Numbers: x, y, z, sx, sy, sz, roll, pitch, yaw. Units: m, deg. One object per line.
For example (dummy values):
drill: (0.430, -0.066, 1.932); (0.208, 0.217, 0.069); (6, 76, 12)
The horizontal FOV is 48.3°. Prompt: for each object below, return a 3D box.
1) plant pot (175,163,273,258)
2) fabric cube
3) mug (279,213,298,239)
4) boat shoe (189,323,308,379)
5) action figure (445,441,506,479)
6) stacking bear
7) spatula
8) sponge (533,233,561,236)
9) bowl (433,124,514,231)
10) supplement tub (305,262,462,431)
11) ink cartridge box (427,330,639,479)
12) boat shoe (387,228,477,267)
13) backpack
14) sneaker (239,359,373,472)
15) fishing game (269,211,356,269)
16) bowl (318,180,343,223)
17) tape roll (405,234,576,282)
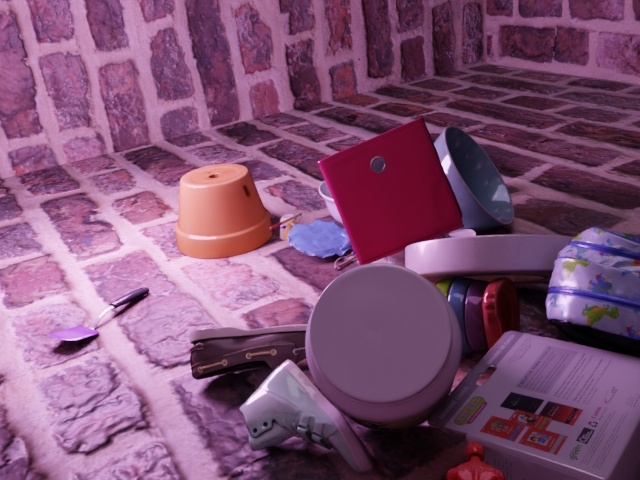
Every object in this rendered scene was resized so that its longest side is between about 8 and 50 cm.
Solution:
plant pot: (-0.294, -0.098, 2.091); (0.291, 0.203, 0.291); (-6, 24, 3)
fabric cube: (0.170, -0.120, 1.672); (0.254, 0.258, 0.259); (-21, 5, 12)
mug: (-0.085, -0.041, 2.075); (0.078, 0.064, 0.062); (9, 27, 31)
boat shoe: (-0.102, 0.223, 1.437); (0.324, 0.097, 0.116); (-3, -17, 0)
action figure: (0.206, 0.412, 0.945); (0.091, 0.139, 0.280); (0, 48, 11)
stacking bear: (0.239, 0.153, 1.443); (0.289, 0.175, 0.164); (-2, 20, 30)
spatula: (-0.520, 0.177, 1.735); (0.084, 0.030, 0.296); (8, 27, 29)
sponge: (0.551, 0.041, 1.757); (0.117, 0.031, 0.210); (8, 28, 31)
bowl: (0.373, -0.140, 1.952); (0.163, 0.311, 0.311); (-35, 9, 30)
supplement tub: (0.103, 0.176, 1.142); (0.235, 0.235, 0.325); (-4, -19, 7)
ink cartridge box: (0.359, 0.288, 1.121); (0.272, 0.130, 0.309); (11, 29, 38)
boat shoe: (0.292, 0.010, 1.816); (0.277, 0.096, 0.098); (-20, 27, -26)
backpack: (0.572, 0.114, 1.230); (0.355, 0.273, 0.290); (-1, -3, 13)
sneaker: (-0.032, 0.333, 1.205); (0.151, 0.094, 0.256); (-41, 49, -12)
fishing game: (0.000, 0.000, 1.971); (0.264, 0.041, 0.189); (27, 38, 30)
bowl: (0.148, -0.104, 2.071); (0.298, 0.134, 0.298); (-6, 23, 3)
tape roll: (0.374, 0.047, 1.510); (0.392, 0.072, 0.392); (1, -8, 0)
